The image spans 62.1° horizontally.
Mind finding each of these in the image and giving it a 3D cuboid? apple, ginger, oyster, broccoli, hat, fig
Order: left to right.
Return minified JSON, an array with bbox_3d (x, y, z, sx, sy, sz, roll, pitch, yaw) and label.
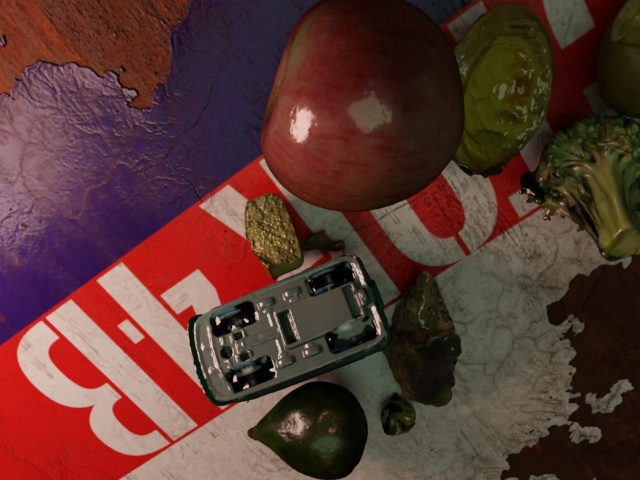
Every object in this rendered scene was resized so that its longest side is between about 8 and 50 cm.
[{"bbox_3d":[-0.029,0.389,1.080,0.245,0.195,0.195,-7,111,-4],"label":"fig"},{"bbox_3d":[-0.001,-0.001,1.022,0.097,0.030,0.048,-1,138,0],"label":"ginger"},{"bbox_3d":[0.063,-0.193,0.793,0.270,0.345,0.344,15,109,-12],"label":"apple"},{"bbox_3d":[0.165,0.380,1.158,0.076,0.059,0.077,-7,117,-18],"label":"hat"},{"bbox_3d":[0.213,0.223,1.072,0.166,0.110,0.341,6,123,1],"label":"oyster"},{"bbox_3d":[0.477,-0.065,0.912,0.247,0.243,0.263,-7,131,16],"label":"broccoli"},{"bbox_3d":[0.587,-0.298,0.827,0.279,0.279,0.279,-1,110,-3],"label":"apple"}]

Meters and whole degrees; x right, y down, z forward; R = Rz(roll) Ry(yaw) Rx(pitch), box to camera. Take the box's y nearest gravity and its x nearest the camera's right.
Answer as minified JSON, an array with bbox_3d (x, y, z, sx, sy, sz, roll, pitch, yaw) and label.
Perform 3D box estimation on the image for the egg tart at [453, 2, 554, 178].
[{"bbox_3d":[0.282,-0.247,0.890,0.279,0.095,0.278,-15,120,-28],"label":"egg tart"}]

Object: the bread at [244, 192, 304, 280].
[{"bbox_3d":[-0.085,-0.004,0.966,0.086,0.125,0.156,-21,76,-1],"label":"bread"}]

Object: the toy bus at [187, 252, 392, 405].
[{"bbox_3d":[-0.045,0.168,0.987,0.344,0.199,0.183,-21,74,6],"label":"toy bus"}]
